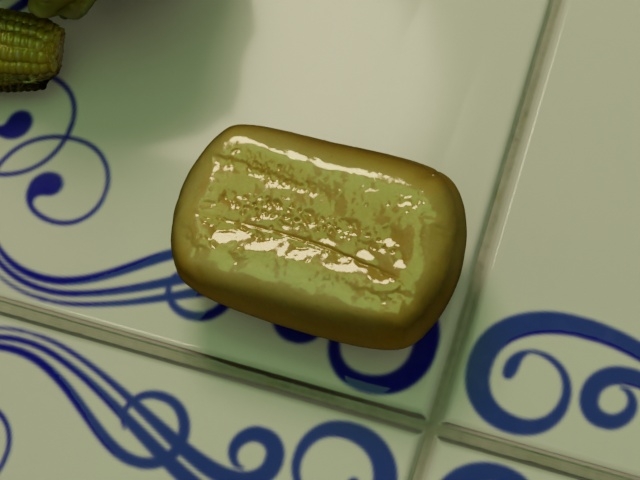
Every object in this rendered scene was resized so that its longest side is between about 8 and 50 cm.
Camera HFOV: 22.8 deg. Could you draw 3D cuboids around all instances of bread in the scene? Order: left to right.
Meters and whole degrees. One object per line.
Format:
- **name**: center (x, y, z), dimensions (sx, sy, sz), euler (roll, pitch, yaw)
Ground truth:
- **bread**: center (0.000, 0.000, 1.188), dimensions (0.217, 0.098, 0.147), euler (18, 73, 14)

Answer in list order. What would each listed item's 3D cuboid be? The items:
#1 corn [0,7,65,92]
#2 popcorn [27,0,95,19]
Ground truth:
- **corn**: center (-0.306, -0.159, 1.291), dimensions (0.203, 0.072, 0.072), euler (5, 70, 7)
- **popcorn**: center (-0.177, -0.286, 1.239), dimensions (0.249, 0.249, 0.225), euler (-28, 106, -5)
